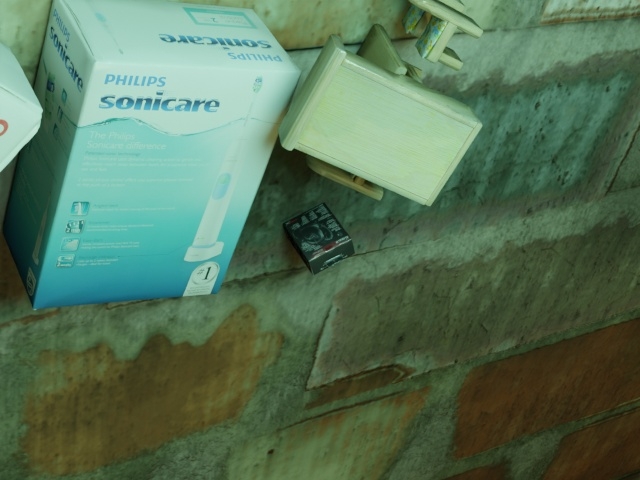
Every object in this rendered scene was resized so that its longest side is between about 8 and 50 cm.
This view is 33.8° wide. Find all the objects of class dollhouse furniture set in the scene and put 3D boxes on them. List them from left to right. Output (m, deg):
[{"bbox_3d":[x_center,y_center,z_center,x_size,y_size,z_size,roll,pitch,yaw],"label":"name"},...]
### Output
[{"bbox_3d":[0.044,-0.159,1.075,0.161,0.242,0.212,22,114,-20],"label":"dollhouse furniture set"}]

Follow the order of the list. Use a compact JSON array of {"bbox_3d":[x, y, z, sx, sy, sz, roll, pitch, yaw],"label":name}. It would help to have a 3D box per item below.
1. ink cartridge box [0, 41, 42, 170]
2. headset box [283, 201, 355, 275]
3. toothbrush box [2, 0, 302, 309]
[{"bbox_3d":[-0.406,-0.121,0.853,0.207,0.117,0.283,-44,141,11],"label":"ink cartridge box"},{"bbox_3d":[0.000,0.000,1.316,0.062,0.083,0.032,-28,142,-10],"label":"headset box"},{"bbox_3d":[-0.177,-0.084,1.058,0.216,0.126,0.296,-4,134,-33],"label":"toothbrush box"}]
